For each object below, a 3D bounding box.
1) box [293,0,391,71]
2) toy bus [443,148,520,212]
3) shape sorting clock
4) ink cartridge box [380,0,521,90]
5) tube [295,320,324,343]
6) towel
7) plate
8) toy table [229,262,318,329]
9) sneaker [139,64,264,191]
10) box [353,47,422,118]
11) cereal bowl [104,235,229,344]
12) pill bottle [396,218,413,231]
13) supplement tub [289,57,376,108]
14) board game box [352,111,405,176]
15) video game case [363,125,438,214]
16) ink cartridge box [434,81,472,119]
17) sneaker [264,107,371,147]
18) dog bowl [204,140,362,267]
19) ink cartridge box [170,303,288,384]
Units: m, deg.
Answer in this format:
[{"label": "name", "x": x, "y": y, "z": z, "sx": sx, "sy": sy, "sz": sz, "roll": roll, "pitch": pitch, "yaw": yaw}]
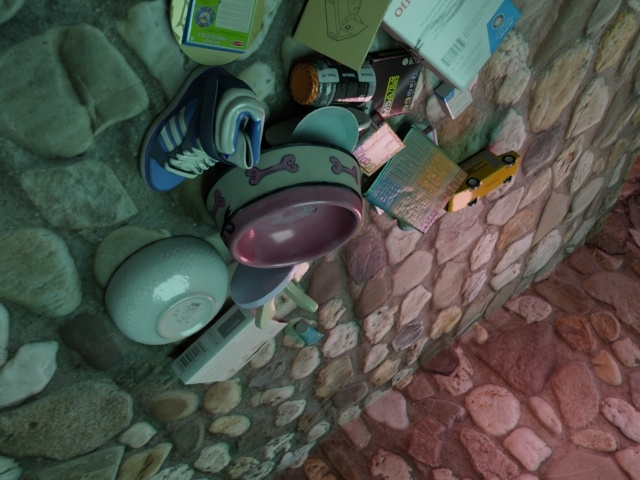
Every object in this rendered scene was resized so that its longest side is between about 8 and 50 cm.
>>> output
[{"label": "box", "x": 0.054, "y": -0.494, "z": 1.158, "sx": 0.021, "sy": 0.164, "sz": 0.201, "roll": -71, "pitch": -172, "yaw": -62}, {"label": "toy bus", "x": 0.579, "y": -0.232, "z": 1.994, "sx": 0.332, "sy": 0.130, "sz": 0.108, "roll": -32, "pitch": 144, "yaw": -16}, {"label": "shape sorting clock", "x": -0.197, "y": -0.442, "z": 1.041, "sx": 0.206, "sy": 0.040, "sz": 0.206, "roll": -29, "pitch": 138, "yaw": -30}, {"label": "ink cartridge box", "x": 0.284, "y": -0.540, "z": 1.264, "sx": 0.307, "sy": 0.129, "sz": 0.223, "roll": 27, "pitch": 108, "yaw": -34}, {"label": "tube", "x": -0.045, "y": 0.369, "z": 2.116, "sx": 0.080, "sy": 0.052, "sz": 0.207, "roll": -30, "pitch": 152, "yaw": 1}, {"label": "towel", "x": 0.315, "y": -0.190, "z": 1.769, "sx": 0.370, "sy": 0.040, "sz": 0.271, "roll": 26, "pitch": 104, "yaw": -44}, {"label": "plate", "x": 0.006, "y": -0.248, "z": 1.315, "sx": 0.188, "sy": 0.024, "sz": 0.188, "roll": -18, "pitch": 136, "yaw": -18}, {"label": "toy table", "x": -0.130, "y": 0.117, "z": 1.579, "sx": 0.274, "sy": 0.252, "sz": 0.161, "roll": -44, "pitch": 139, "yaw": -17}, {"label": "sneaker", "x": -0.239, "y": -0.186, "z": 1.109, "sx": 0.130, "sy": 0.236, "sz": 0.323, "roll": 14, "pitch": 118, "yaw": -52}, {"label": "box", "x": 0.183, "y": -0.420, "z": 1.454, "sx": 0.184, "sy": 0.045, "sz": 0.191, "roll": -21, "pitch": 141, "yaw": -32}, {"label": "cereal bowl", "x": -0.388, "y": 0.160, "z": 1.439, "sx": 0.339, "sy": 0.141, "sz": 0.339, "roll": -26, "pitch": 143, "yaw": -21}, {"label": "pill bottle", "x": 0.307, "y": -0.098, "z": 1.914, "sx": 0.078, "sy": 0.078, "sz": 0.137, "roll": -35, "pitch": 146, "yaw": -11}, {"label": "supplement tub", "x": 0.029, "y": -0.374, "z": 1.282, "sx": 0.190, "sy": 0.117, "sz": 0.117, "roll": -14, "pitch": 137, "yaw": -37}, {"label": "board game box", "x": 0.152, "y": -0.271, "z": 1.546, "sx": 0.147, "sy": 0.045, "sz": 0.193, "roll": -39, "pitch": 156, "yaw": 12}, {"label": "video game case", "x": 0.278, "y": -0.227, "z": 1.787, "sx": 0.285, "sy": 0.025, "sz": 0.204, "roll": -39, "pitch": 146, "yaw": -6}, {"label": "ink cartridge box", "x": 0.410, "y": -0.445, "z": 1.651, "sx": 0.088, "sy": 0.052, "sz": 0.122, "roll": -45, "pitch": 145, "yaw": 4}, {"label": "sneaker", "x": -0.007, "y": -0.252, "z": 1.404, "sx": 0.295, "sy": 0.104, "sz": 0.147, "roll": -20, "pitch": 143, "yaw": -21}, {"label": "dog bowl", "x": -0.075, "y": -0.067, "z": 1.358, "sx": 0.408, "sy": 0.150, "sz": 0.408, "roll": -14, "pitch": 155, "yaw": -7}, {"label": "ink cartridge box", "x": -0.292, "y": 0.349, "z": 1.834, "sx": 0.308, "sy": 0.091, "sz": 0.385, "roll": -44, "pitch": 164, "yaw": 1}]
